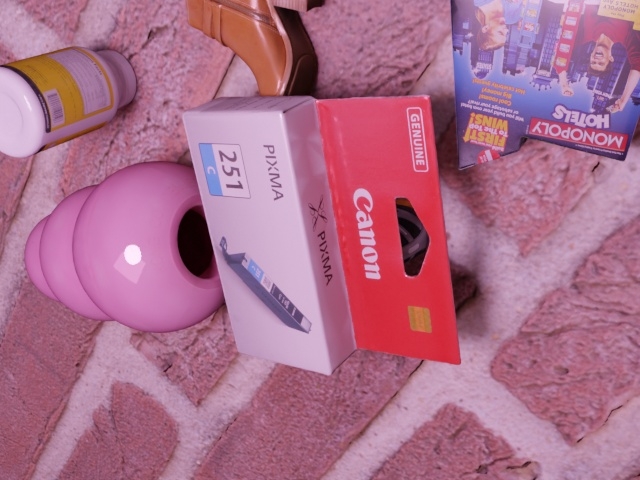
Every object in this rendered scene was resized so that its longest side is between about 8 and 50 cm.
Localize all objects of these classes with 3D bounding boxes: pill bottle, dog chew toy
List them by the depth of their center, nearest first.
[{"bbox_3d":[-0.306,-0.172,0.904,0.103,0.184,0.103,12,118,24],"label":"pill bottle"},{"bbox_3d":[-0.254,0.014,0.968,0.332,0.207,0.206,-6,110,40],"label":"dog chew toy"}]

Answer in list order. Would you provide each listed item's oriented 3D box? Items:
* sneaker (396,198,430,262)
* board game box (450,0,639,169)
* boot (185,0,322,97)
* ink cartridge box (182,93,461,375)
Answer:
[{"bbox_3d":[0.021,-0.012,0.865,0.215,0.083,0.084,2,116,30],"label":"sneaker"},{"bbox_3d":[0.202,-0.150,0.711,0.194,0.060,0.194,19,122,20],"label":"board game box"},{"bbox_3d":[-0.081,-0.218,0.831,0.152,0.073,0.197,18,109,20],"label":"boot"},{"bbox_3d":[0.000,0.000,0.792,0.261,0.066,0.296,6,117,35],"label":"ink cartridge box"}]
